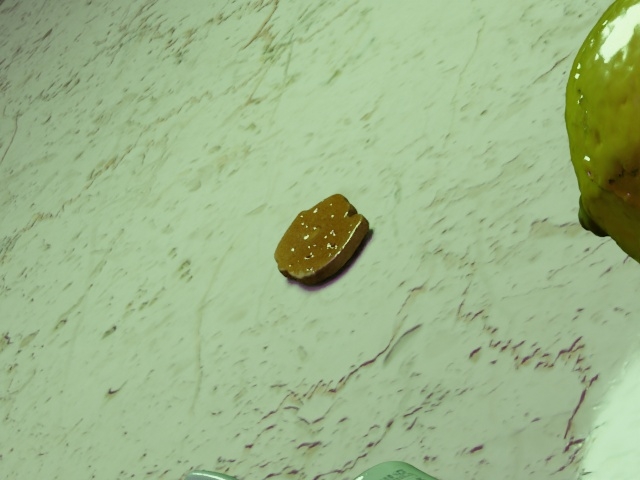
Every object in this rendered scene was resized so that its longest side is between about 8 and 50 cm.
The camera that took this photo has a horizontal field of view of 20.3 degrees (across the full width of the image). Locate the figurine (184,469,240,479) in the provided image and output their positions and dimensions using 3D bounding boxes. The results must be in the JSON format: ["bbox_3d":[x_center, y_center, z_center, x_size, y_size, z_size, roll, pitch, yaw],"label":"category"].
[{"bbox_3d":[-0.114,0.277,1.438,0.236,0.133,0.176,-31,32,32],"label":"figurine"}]

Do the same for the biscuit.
[{"bbox_3d":[0.000,0.000,1.796,0.102,0.019,0.130,-47,27,-5],"label":"biscuit"}]

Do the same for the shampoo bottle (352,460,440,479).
[{"bbox_3d":[0.068,0.225,1.300,0.118,0.087,0.234,-51,27,-14],"label":"shampoo bottle"}]

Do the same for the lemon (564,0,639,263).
[{"bbox_3d":[0.308,-0.094,1.245,0.284,0.260,0.260,-18,37,44],"label":"lemon"}]
